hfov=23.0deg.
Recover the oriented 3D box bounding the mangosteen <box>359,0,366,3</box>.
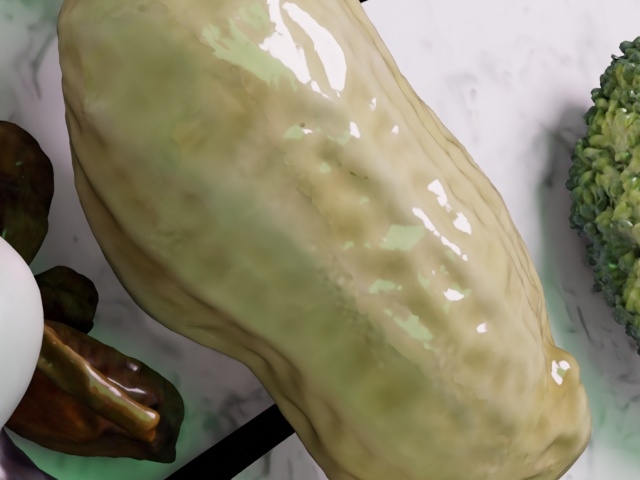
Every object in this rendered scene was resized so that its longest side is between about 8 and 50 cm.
[{"bbox_3d":[0.000,-0.217,0.706,0.211,0.250,0.211,18,60,-33],"label":"mangosteen"}]

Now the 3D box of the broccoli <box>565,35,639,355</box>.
[{"bbox_3d":[0.244,-0.008,0.894,0.198,0.176,0.226,-13,100,-45],"label":"broccoli"}]

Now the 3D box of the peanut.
[{"bbox_3d":[0.000,0.000,0.663,0.313,0.152,0.152,49,52,-23],"label":"peanut"}]

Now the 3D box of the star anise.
[{"bbox_3d":[-0.147,0.027,0.614,0.212,0.111,0.196,-1,70,-32],"label":"star anise"}]

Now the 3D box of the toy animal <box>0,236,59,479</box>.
[{"bbox_3d":[-0.164,0.086,0.450,0.212,0.212,0.267,-44,128,-38],"label":"toy animal"}]

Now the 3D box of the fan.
[{"bbox_3d":[-0.023,0.086,0.727,0.023,0.057,0.282,42,46,16],"label":"fan"}]
